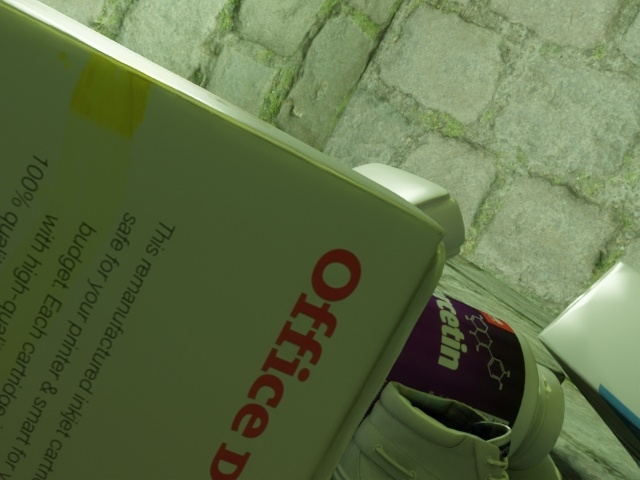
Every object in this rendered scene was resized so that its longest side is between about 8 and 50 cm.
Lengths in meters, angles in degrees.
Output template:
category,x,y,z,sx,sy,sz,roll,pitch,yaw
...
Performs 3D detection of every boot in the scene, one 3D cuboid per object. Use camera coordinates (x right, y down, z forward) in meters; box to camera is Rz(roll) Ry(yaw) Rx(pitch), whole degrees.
category,x,y,z,sx,sy,sz,roll,pitch,yaw
boot,0.145,0.225,0.687,0.258,0.123,0.095,27,10,-8

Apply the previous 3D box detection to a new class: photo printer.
category,x,y,z,sx,sy,sz,roll,pitch,yaw
photo printer,0.000,0.000,1.047,0.307,0.107,0.256,-21,22,-15

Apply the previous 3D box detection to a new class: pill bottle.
category,x,y,z,sx,sy,sz,roll,pitch,yaw
pill bottle,0.097,0.139,0.816,0.323,0.181,0.181,24,11,-24

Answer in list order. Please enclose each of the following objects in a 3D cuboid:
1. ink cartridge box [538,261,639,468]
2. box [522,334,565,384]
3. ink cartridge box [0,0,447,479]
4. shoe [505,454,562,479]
category,x,y,z,sx,sy,sz,roll,pitch,yaw
ink cartridge box,0.512,0.255,1.046,0.395,0.166,0.285,46,2,-32
box,0.170,0.155,1.103,0.311,0.121,0.148,25,11,-17
ink cartridge box,-0.173,0.020,0.418,0.384,0.279,0.160,27,9,-13
shoe,0.247,0.269,0.909,0.081,0.063,0.178,51,13,-36
